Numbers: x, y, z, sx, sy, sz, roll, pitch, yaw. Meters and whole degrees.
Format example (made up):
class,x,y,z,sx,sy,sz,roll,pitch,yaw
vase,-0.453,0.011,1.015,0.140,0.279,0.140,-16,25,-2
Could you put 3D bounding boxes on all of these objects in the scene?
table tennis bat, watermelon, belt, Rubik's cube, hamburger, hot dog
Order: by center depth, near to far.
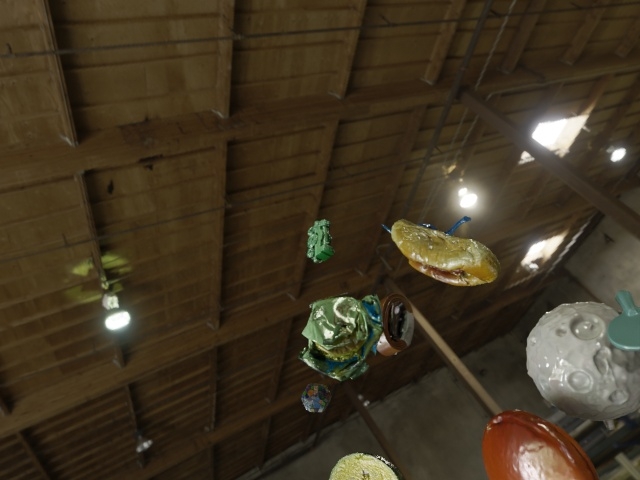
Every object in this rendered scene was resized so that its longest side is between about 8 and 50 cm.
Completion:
class,x,y,z,sx,sy,sz,roll,pitch,yaw
hot dog,0.208,0.025,0.881,0.073,0.242,0.084,-50,-58,-9
table tennis bat,0.805,0.199,1.258,0.152,0.040,0.244,-26,15,25
hamburger,0.059,0.281,1.514,0.151,0.260,0.276,68,-148,-59
watermelon,0.137,0.780,1.633,0.301,0.129,0.123,-35,-55,29
Rubik's cube,-0.015,0.558,1.750,0.093,0.111,0.111,-20,-36,-24
belt,0.311,0.358,2.106,0.183,0.262,0.105,21,-35,-23

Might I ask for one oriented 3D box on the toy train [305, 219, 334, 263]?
class,x,y,z,sx,sy,sz,roll,pitch,yaw
toy train,0.000,0.000,1.829,0.071,0.178,0.104,27,-46,-29

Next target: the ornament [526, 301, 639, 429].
class,x,y,z,sx,sy,sz,roll,pitch,yaw
ornament,0.766,0.335,1.407,0.336,0.337,0.337,-25,-34,-19

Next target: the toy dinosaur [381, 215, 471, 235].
class,x,y,z,sx,sy,sz,roll,pitch,yaw
toy dinosaur,0.366,-0.001,1.729,0.328,0.145,0.076,-4,-4,33

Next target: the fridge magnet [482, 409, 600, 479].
class,x,y,z,sx,sy,sz,roll,pitch,yaw
fridge magnet,0.580,0.628,1.301,0.155,0.364,0.364,-12,-40,-27
